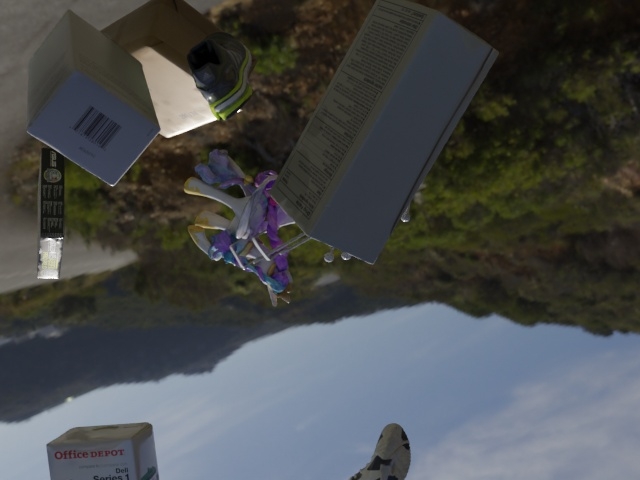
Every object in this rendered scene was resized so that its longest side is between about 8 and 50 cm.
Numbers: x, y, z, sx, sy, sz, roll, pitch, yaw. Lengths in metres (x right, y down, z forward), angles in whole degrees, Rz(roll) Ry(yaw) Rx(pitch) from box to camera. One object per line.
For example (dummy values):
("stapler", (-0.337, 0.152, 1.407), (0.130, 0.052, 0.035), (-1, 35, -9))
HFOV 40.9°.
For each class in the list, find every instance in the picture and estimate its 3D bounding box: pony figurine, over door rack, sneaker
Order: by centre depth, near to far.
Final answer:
("sneaker", (0.086, 0.476, 1.701), (0.153, 0.235, 0.094), (-12, 148, 39))
("over door rack", (0.000, 0.000, 1.738), (0.324, 0.108, 0.239), (-18, 180, -19))
("sneaker", (-0.208, -0.364, 1.738), (0.111, 0.121, 0.300), (-32, -145, 9))
("pony figurine", (-0.160, -0.063, 2.046), (0.303, 0.363, 0.351), (-16, 135, -49))

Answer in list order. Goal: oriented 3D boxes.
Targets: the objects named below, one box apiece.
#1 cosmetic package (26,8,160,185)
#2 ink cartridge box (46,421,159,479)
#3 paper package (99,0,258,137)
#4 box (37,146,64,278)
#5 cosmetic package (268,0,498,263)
("cosmetic package", (-0.443, -0.285, 1.659), (0.155, 0.197, 0.365), (-48, -149, 12))
("ink cartridge box", (-0.355, 0.425, 1.430), (0.160, 0.219, 0.092), (-7, -178, 11))
("paper package", (-0.375, -0.419, 2.118), (0.325, 0.168, 0.309), (-13, 146, 44))
("box", (-0.693, -0.068, 2.207), (0.060, 0.270, 0.216), (2, 148, -20))
("cosmetic package", (0.073, -0.146, 1.103), (0.309, 0.113, 0.160), (-60, -149, 11))
